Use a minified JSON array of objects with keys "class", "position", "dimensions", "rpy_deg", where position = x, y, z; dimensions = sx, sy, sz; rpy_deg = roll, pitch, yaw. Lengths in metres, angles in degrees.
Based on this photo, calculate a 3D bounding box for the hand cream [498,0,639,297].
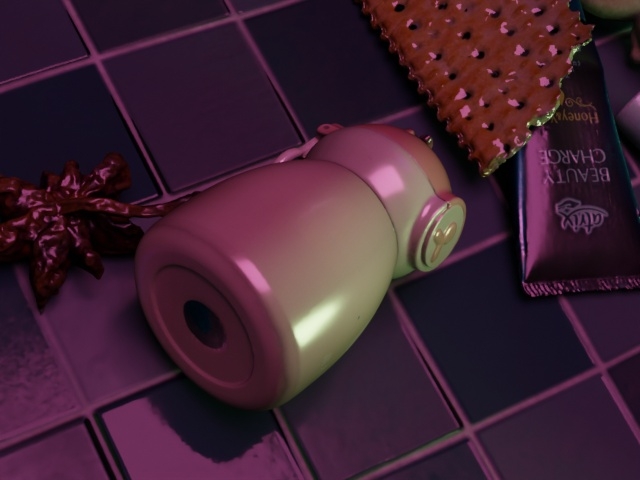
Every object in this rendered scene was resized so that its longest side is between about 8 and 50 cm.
[{"class":"hand cream","position":[0.189,-0.086,1.144],"dimensions":[0.120,0.061,0.270],"rpy_deg":[-3,73,-21]}]

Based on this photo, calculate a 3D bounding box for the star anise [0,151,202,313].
[{"class":"star anise","position":[-0.150,-0.019,1.003],"dimensions":[0.191,0.070,0.097],"rpy_deg":[-14,68,-24]}]

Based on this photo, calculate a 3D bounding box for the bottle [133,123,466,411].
[{"class":"bottle","position":[0.000,0.000,0.998],"dimensions":[0.236,0.147,0.147],"rpy_deg":[-36,79,-35]}]

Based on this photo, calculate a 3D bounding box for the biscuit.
[{"class":"biscuit","position":[0.128,-0.167,1.131],"dimensions":[0.144,0.016,0.203],"rpy_deg":[-37,67,4]}]

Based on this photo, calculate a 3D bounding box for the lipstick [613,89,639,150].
[{"class":"lipstick","position":[0.308,-0.059,1.163],"dimensions":[0.158,0.048,0.048],"rpy_deg":[45,62,8]}]

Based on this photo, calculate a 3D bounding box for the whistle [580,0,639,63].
[{"class":"whistle","position":[0.278,-0.203,1.193],"dimensions":[0.258,0.126,0.067],"rpy_deg":[63,25,2]}]
